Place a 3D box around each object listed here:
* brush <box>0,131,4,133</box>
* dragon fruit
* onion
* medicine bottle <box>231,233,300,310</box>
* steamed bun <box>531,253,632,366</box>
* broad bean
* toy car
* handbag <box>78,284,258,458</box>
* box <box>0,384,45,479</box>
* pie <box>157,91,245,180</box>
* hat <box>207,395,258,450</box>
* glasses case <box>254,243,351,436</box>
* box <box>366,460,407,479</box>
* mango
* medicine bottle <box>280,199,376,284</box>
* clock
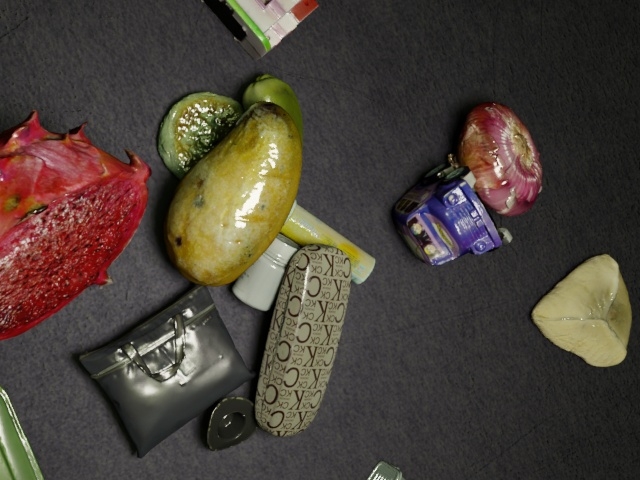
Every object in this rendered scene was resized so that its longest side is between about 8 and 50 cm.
[{"bbox_3d":[-0.532,-0.085,1.423,0.070,0.021,0.196,18,85,-20],"label":"brush"},{"bbox_3d":[-0.457,-0.036,1.286,0.249,0.371,0.386,44,84,10],"label":"dragon fruit"},{"bbox_3d":[0.334,-0.150,1.671,0.230,0.163,0.230,38,38,-37],"label":"onion"},{"bbox_3d":[-0.095,0.054,1.523,0.080,0.080,0.130,29,98,-17],"label":"medicine bottle"},{"bbox_3d":[0.580,0.161,1.768,0.231,0.110,0.212,-40,102,-14],"label":"steamed bun"},{"bbox_3d":[-0.085,-0.216,1.549,0.124,0.082,0.175,-24,106,-49],"label":"broad bean"},{"bbox_3d":[0.236,-0.034,1.591,0.158,0.235,0.172,-34,99,-5],"label":"toy car"},{"bbox_3d":[-0.261,0.221,1.474,0.254,0.088,0.211,-33,105,-18],"label":"handbag"},{"bbox_3d":[-0.561,0.388,1.318,0.252,0.177,0.329,-20,97,-18],"label":"box"},{"bbox_3d":[-0.198,-0.177,1.532,0.186,0.041,0.187,1,88,-21],"label":"pie"},{"bbox_3d":[-0.168,0.321,1.515,0.121,0.050,0.121,-21,126,-33],"label":"hat"},{"bbox_3d":[-0.031,0.180,1.524,0.137,0.085,0.355,7,98,-50],"label":"glasses case"},{"bbox_3d":[0.124,0.491,1.609,0.069,0.084,0.122,42,77,-22],"label":"box"},{"bbox_3d":[-0.142,-0.074,1.459,0.330,0.175,0.176,-53,137,-2],"label":"mango"},{"bbox_3d":[0.000,0.000,1.584,0.218,0.074,0.074,35,78,-18],"label":"medicine bottle"},{"bbox_3d":[-0.073,-0.516,1.525,0.309,0.166,0.235,-43,102,-8],"label":"clock"}]
